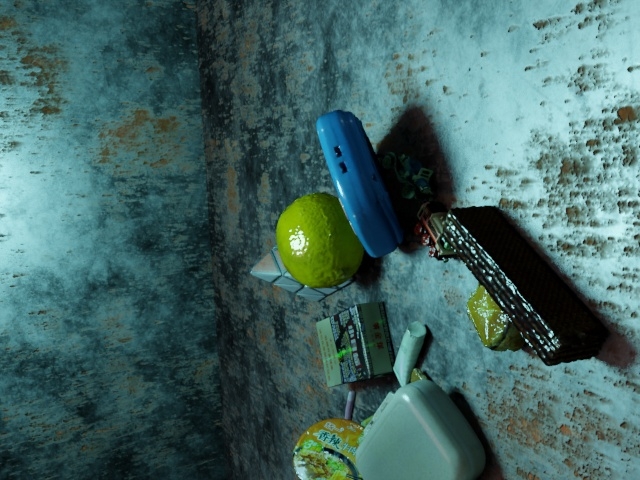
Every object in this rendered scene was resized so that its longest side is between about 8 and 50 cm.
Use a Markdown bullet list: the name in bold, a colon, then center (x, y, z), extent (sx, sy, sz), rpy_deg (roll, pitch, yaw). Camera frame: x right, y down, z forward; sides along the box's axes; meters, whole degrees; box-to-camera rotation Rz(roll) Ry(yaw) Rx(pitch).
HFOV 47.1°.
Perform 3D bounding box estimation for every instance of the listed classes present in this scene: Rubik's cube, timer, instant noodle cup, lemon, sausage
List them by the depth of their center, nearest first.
- **timer**: center (0.097, -0.134, 1.741), extent (0.340, 0.115, 0.309), rpy_deg (54, -164, -63)
- **sausage**: center (0.166, 0.472, 1.974), extent (0.269, 0.032, 0.033), rpy_deg (127, 133, -58)
- **lemon**: center (-0.001, 0.000, 1.993), extent (0.267, 0.267, 0.267), rpy_deg (175, 90, -67)
- **instant noodle cup**: center (0.046, 0.643, 2.052), extent (0.230, 0.230, 0.182), rpy_deg (-122, 17, -46)
- **Rubik's cube**: center (-0.033, 0.071, 2.214), extent (0.233, 0.229, 0.228), rpy_deg (-42, 92, 20)

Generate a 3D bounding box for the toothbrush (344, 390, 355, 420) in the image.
- **toothbrush**: center (0.077, 0.568, 2.219), extent (0.025, 0.020, 0.287), rpy_deg (-122, 34, -58)

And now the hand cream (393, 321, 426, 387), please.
- **hand cream**: center (0.214, 0.283, 1.804), extent (0.205, 0.049, 0.078), rpy_deg (101, 152, -42)

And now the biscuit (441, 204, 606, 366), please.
- **biscuit**: center (0.359, 0.072, 1.341), extent (0.388, 0.107, 0.073), rpy_deg (-122, 34, -46)

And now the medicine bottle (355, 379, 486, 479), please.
- **medicine bottle**: center (0.221, 0.504, 1.697), extent (0.282, 0.123, 0.375), rpy_deg (56, 141, 29)

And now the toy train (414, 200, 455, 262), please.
- **toy train**: center (0.259, -0.018, 1.628), extent (0.138, 0.050, 0.087), rpy_deg (66, 147, 37)

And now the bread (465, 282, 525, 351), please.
- **bread**: center (0.350, 0.136, 1.426), extent (0.140, 0.069, 0.128), rpy_deg (-114, 30, -44)

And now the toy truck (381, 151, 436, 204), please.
- **toy truck**: center (0.210, -0.156, 1.686), extent (0.078, 0.080, 0.154), rpy_deg (-53, 43, 28)

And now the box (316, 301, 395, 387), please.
- **box**: center (0.092, 0.295, 2.044), extent (0.310, 0.084, 0.198), rpy_deg (143, 119, -64)

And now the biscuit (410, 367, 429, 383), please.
- **biscuit**: center (0.244, 0.434, 1.793), extent (0.131, 0.025, 0.231), rpy_deg (-126, 37, -48)
